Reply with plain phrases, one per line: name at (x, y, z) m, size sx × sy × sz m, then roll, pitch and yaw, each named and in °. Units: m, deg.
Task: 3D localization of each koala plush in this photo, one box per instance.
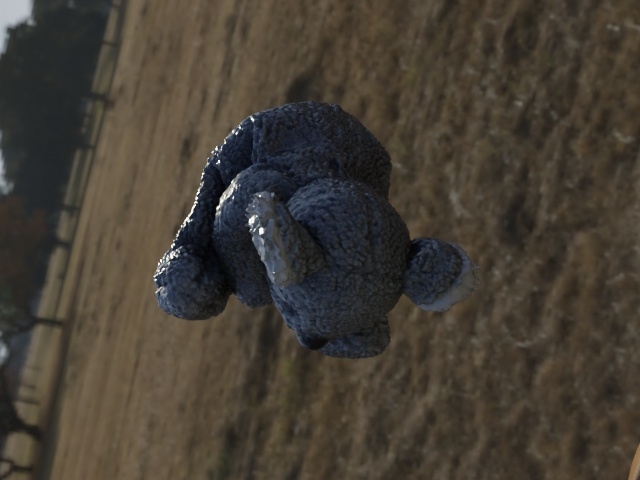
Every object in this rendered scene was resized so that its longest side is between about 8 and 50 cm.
koala plush at (0.000, 0.000, 0.886) m, size 0.221 × 0.196 × 0.203 m, roll -146°, pitch 72°, yaw -71°

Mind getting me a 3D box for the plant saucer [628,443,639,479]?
plant saucer at (0.211, 0.085, 0.427) m, size 0.037 × 0.200 × 0.200 m, roll -81°, pitch 12°, yaw -48°
